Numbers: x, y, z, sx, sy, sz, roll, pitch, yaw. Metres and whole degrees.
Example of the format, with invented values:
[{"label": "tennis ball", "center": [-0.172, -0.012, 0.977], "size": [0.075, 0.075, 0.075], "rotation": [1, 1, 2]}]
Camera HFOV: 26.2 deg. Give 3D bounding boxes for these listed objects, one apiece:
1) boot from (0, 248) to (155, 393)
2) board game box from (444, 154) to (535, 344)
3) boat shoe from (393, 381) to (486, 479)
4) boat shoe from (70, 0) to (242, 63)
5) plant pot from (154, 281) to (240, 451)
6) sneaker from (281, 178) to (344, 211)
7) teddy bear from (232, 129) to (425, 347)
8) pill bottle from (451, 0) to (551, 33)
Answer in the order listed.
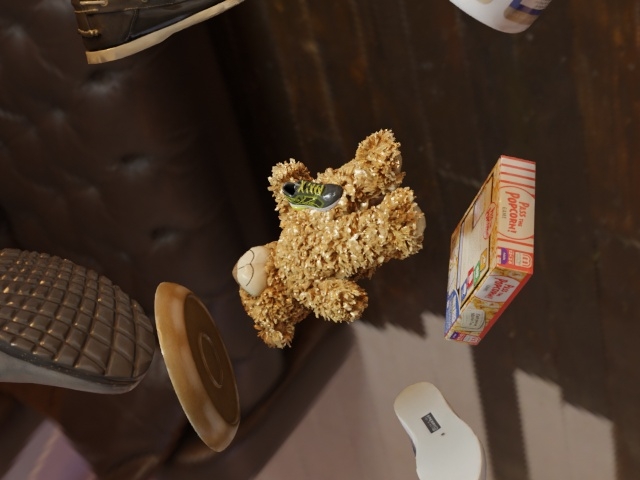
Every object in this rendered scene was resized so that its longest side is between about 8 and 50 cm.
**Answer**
[{"label": "boot", "center": [-0.320, 0.114, 1.263], "size": [0.338, 0.118, 0.223], "rotation": [17, 131, 4]}, {"label": "board game box", "center": [0.194, 0.015, 1.593], "size": [0.045, 0.147, 0.193], "rotation": [11, 151, -8]}, {"label": "boat shoe", "center": [0.127, 0.210, 1.301], "size": [0.083, 0.065, 0.183], "rotation": [59, -177, -26]}, {"label": "boat shoe", "center": [-0.143, -0.252, 1.391], "size": [0.084, 0.233, 0.079], "rotation": [1, 115, 57]}, {"label": "plant pot", "center": [-0.156, 0.162, 1.824], "size": [0.032, 0.236, 0.236], "rotation": [-19, 126, 9]}, {"label": "sneaker", "center": [-0.011, -0.052, 1.555], "size": [0.083, 0.031, 0.035], "rotation": [-7, 145, 41]}, {"label": "teddy bear", "center": [0.000, 0.000, 1.754], "size": [0.338, 0.113, 0.245], "rotation": [-18, 78, 43]}, {"label": "pill bottle", "center": [0.219, -0.346, 1.336], "size": [0.153, 0.153, 0.265], "rotation": [40, 116, 2]}]
